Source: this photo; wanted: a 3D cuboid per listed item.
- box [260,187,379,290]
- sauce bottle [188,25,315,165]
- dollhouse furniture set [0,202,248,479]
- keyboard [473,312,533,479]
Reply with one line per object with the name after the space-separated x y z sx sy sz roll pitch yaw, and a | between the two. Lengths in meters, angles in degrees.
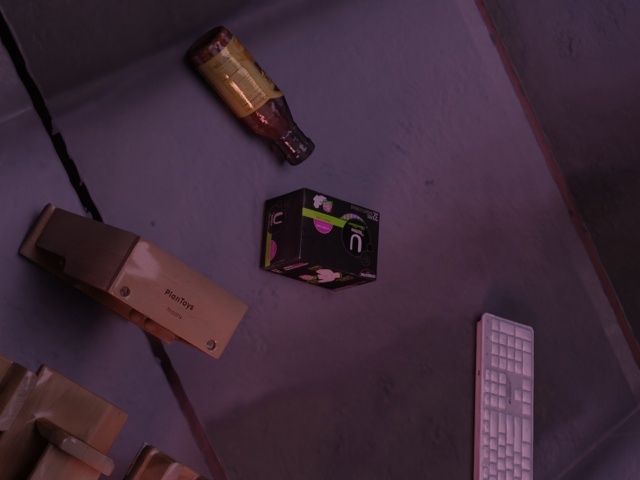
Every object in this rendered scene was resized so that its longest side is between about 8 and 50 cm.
0.000 0.000 1.459 0.083 0.052 0.062 17 68 -38 | box
-0.053 -0.114 1.450 0.128 0.042 0.042 50 52 -23 | sauce bottle
-0.181 0.113 1.249 0.212 0.161 0.242 35 81 -29 | dollhouse furniture set
0.162 0.194 1.576 0.072 0.014 0.256 15 70 -37 | keyboard
